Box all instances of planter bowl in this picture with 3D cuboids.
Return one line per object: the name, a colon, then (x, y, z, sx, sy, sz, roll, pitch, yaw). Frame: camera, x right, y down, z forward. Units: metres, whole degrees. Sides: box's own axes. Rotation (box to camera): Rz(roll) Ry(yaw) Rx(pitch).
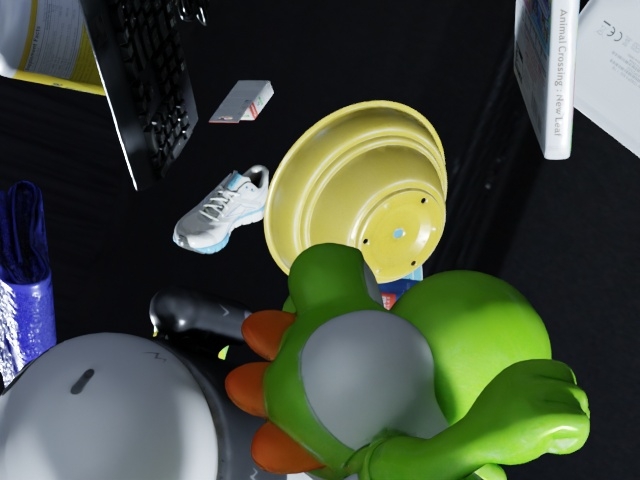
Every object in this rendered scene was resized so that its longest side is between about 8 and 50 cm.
planter bowl: (0.059, -0.025, 1.068, 0.217, 0.217, 0.090, -59, -141, 11)

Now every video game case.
video game case: (0.182, -0.195, 0.857, 0.212, 0.023, 0.193, -83, 171, -62)

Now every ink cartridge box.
ink cartridge box: (-0.132, -0.224, 1.770, 0.063, 0.029, 0.115, 5, -133, 30)

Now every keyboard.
keyboard: (-0.130, -0.207, 0.780, 0.033, 0.317, 0.201, 4, -135, 11)

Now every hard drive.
hard drive: (0.407, -0.251, 1.169, 0.203, 0.040, 0.307, 45, -67, 26)

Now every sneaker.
sneaker: (-0.131, -0.051, 1.424, 0.071, 0.191, 0.083, 28, -53, 16)

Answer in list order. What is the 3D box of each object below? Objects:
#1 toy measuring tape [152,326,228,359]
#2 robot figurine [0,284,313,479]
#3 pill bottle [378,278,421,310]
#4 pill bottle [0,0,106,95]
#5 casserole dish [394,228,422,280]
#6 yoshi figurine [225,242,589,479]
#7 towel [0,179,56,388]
toy measuring tape: (-0.205, 0.181, 1.635, 0.330, 0.121, 0.121, 110, -29, -51)
robot figurine: (-0.109, 0.159, 0.741, 0.174, 0.278, 0.209, -27, -114, 17)
pill bottle: (0.098, 0.111, 1.404, 0.124, 0.222, 0.124, -175, -90, -89)
pill bottle: (-0.270, -0.207, 1.052, 0.103, 0.184, 0.103, -26, -120, 58)
casserole dish: (0.135, 0.048, 1.822, 0.037, 0.114, 0.188, 1, -84, 46)
yoshi figurine: (0.086, 0.137, 0.581, 0.203, 0.203, 0.362, -41, -135, 23)
towel: (-0.368, 0.110, 1.306, 0.227, 0.076, 0.308, -115, -155, -53)
